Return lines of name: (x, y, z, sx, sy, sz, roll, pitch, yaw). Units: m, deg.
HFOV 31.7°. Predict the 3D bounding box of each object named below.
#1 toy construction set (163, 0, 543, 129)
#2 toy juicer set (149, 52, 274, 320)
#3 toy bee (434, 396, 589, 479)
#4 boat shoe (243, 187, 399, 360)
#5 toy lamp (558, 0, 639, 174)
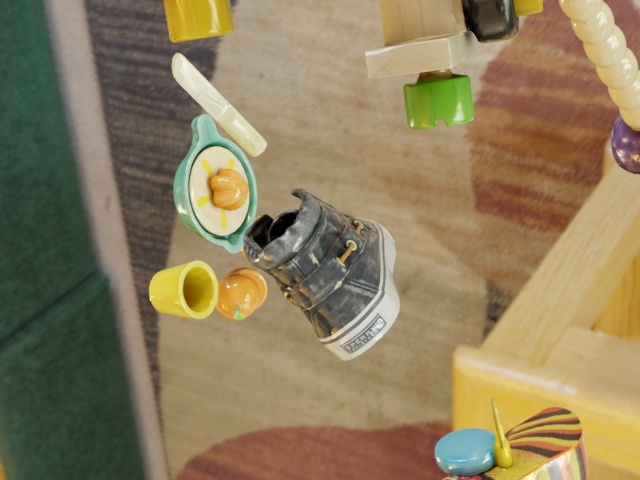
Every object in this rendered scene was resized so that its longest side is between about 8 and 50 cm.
toy construction set: (-0.017, -0.168, 0.608, 0.309, 0.257, 0.237, -140, 32, -75)
toy juicer set: (-0.106, -0.054, 1.418, 0.089, 0.209, 0.329, -5, 75, 36)
toy bee: (0.177, 0.281, 1.176, 0.195, 0.298, 0.162, 55, 169, -25)
boat shoe: (0.000, 0.000, 0.681, 0.065, 0.183, 0.083, -39, 104, 7)
toy lamp: (0.200, -0.154, 0.811, 0.080, 0.080, 0.275, -3, 148, 36)
